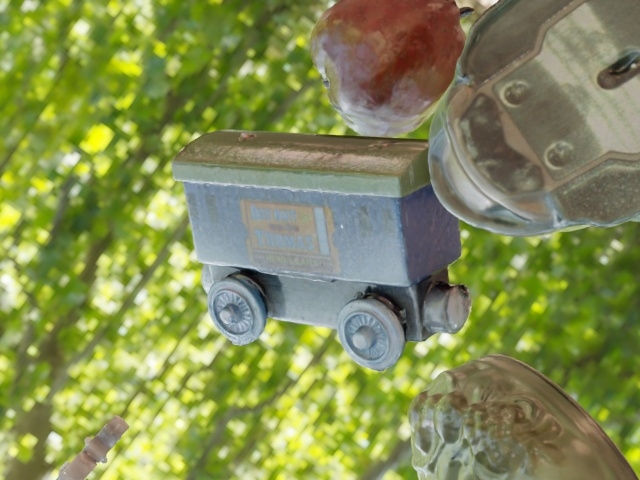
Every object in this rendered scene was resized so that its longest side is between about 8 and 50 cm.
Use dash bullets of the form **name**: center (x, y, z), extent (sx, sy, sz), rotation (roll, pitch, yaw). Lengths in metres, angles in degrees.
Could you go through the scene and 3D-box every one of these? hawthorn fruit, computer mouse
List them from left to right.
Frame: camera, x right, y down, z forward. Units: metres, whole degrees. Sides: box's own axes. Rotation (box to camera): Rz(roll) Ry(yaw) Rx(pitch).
- **hawthorn fruit**: center (0.093, -0.228, 1.841), extent (0.185, 0.202, 0.185), rotation (57, -176, -7)
- **computer mouse**: center (0.254, -0.128, 1.136), extent (0.199, 0.389, 0.115), rotation (60, -179, 16)

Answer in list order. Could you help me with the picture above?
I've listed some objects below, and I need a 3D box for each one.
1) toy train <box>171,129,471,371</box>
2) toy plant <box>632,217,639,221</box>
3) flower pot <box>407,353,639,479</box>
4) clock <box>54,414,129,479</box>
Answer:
- **toy train**: center (0.000, 0.000, 1.431), extent (0.300, 0.202, 0.131), rotation (6, -157, 36)
- **toy plant**: center (0.319, -0.130, 1.523), extent (0.247, 0.247, 0.332), rotation (36, 172, -16)
- **flower pot**: center (0.177, 0.296, 1.637), extent (0.307, 0.244, 0.307), rotation (45, 160, 22)
- **clock**: center (-0.291, 0.274, 1.929), extent (0.041, 0.129, 0.087), rotation (41, 154, 0)
